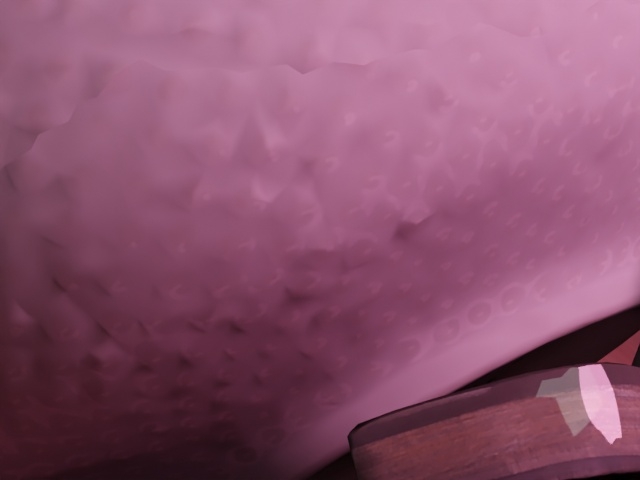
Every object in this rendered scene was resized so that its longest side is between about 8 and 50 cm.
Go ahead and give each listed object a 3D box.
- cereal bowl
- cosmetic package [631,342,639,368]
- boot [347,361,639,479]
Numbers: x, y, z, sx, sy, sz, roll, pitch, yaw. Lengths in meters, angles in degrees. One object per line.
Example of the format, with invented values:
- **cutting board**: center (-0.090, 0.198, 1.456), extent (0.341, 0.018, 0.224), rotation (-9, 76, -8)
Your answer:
- **cereal bowl**: center (0.000, 0.000, 0.537), extent (0.339, 0.339, 0.141), rotation (-16, 72, -45)
- **cosmetic package**: center (0.267, 0.130, 0.526), extent (0.385, 0.217, 0.156), rotation (7, 29, -21)
- **boot**: center (0.011, 0.169, 0.406), extent (0.091, 0.263, 0.229), rotation (27, 42, -55)
